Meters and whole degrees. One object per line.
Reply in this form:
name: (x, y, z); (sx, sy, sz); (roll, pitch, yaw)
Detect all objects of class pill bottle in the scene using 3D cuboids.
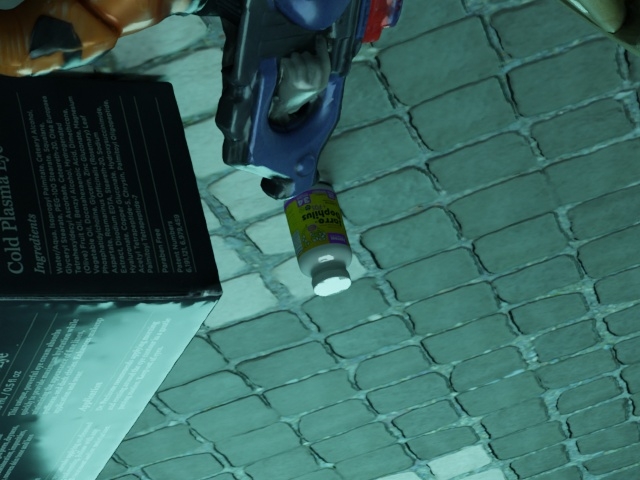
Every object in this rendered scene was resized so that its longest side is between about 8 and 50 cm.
pill bottle: (0.000, 0.000, 1.384); (0.043, 0.083, 0.043); (-12, 153, -6)

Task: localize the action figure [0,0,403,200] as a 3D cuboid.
action figure: (-0.069, -0.204, 0.930); (0.330, 0.178, 0.341); (1, 119, -31)

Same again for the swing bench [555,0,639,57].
swing bench: (0.169, -0.238, 0.842); (0.253, 0.165, 0.254); (-53, 141, 8)

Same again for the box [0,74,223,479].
box: (-0.282, 0.048, 1.230); (0.312, 0.179, 0.343); (0, 149, -28)
